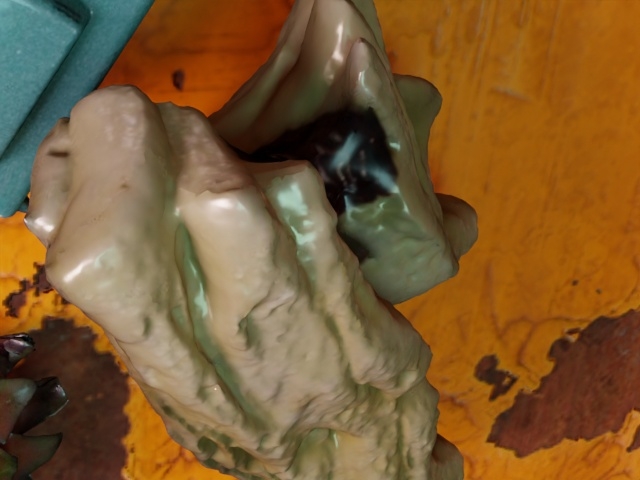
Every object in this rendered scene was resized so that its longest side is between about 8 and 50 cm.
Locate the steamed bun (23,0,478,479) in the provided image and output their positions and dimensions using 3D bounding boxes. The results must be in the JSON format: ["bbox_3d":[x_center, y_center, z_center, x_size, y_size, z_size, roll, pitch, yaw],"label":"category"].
[{"bbox_3d":[0.000,0.000,0.814,0.189,0.247,0.428,-25,147,4],"label":"steamed bun"}]

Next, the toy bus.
[{"bbox_3d":[-0.144,-0.141,0.699,0.128,0.147,0.256,27,104,-34],"label":"toy bus"}]

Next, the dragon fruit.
[{"bbox_3d":[-0.220,0.118,0.844,0.130,0.121,0.142,-23,163,28],"label":"dragon fruit"}]
